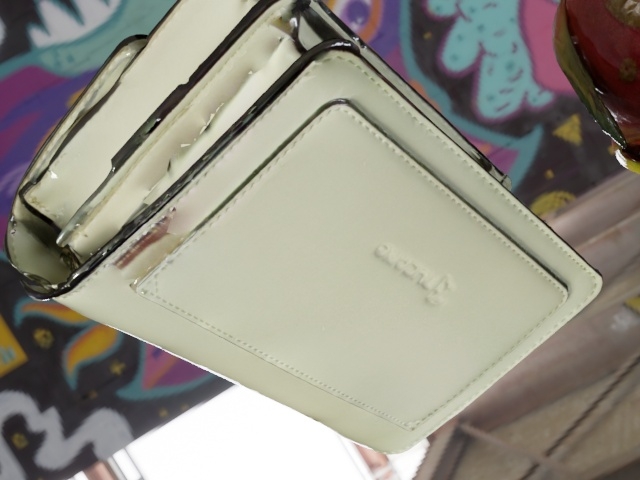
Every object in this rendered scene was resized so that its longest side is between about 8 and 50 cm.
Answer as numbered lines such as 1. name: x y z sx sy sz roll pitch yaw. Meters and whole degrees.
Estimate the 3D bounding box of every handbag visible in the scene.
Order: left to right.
1. handbag: 0.000 0.000 0.752 0.237 0.160 0.358 -47 136 9

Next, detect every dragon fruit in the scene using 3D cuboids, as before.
1. dragon fruit: 0.364 -0.173 0.967 0.291 0.189 0.290 -21 149 -13
